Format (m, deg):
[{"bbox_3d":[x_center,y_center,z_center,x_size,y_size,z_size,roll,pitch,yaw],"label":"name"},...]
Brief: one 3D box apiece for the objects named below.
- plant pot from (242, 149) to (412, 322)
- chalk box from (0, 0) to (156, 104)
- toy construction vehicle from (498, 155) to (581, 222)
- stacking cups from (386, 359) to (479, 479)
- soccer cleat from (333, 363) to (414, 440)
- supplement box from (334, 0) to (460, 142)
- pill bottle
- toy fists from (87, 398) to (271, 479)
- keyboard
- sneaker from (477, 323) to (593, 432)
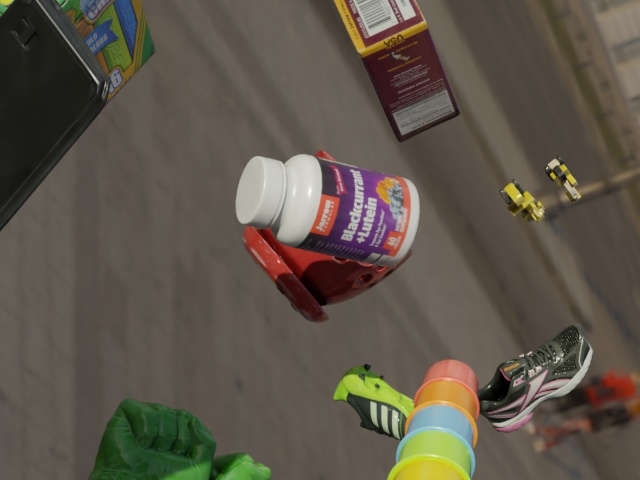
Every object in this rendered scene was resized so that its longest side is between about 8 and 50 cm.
[{"bbox_3d":[0.000,0.000,2.123,0.191,0.174,0.191,51,-3,3],"label":"plant pot"},{"bbox_3d":[-0.354,-0.308,2.002,0.179,0.180,0.289,-51,154,-22],"label":"chalk box"},{"bbox_3d":[0.262,-0.052,1.849,0.035,0.086,0.098,53,2,33],"label":"toy construction vehicle"},{"bbox_3d":[0.132,0.218,1.674,0.096,0.096,0.316,65,20,-17],"label":"stacking cups"},{"bbox_3d":[0.099,0.241,2.131,0.179,0.072,0.060,39,34,5],"label":"soccer cleat"},{"bbox_3d":[0.084,-0.208,1.730,0.188,0.081,0.104,58,9,-58],"label":"supplement box"},{"bbox_3d":[0.007,-0.038,1.798,0.193,0.108,0.108,12,47,-24],"label":"pill bottle"},{"bbox_3d":[-0.146,0.293,1.876,0.279,0.096,0.142,38,49,-22],"label":"toy fists"},{"bbox_3d":[-0.310,-0.079,1.275,0.201,0.317,0.033,53,22,19],"label":"keyboard"},{"bbox_3d":[0.270,0.174,2.016,0.077,0.178,0.072,33,15,-39],"label":"sneaker"}]
